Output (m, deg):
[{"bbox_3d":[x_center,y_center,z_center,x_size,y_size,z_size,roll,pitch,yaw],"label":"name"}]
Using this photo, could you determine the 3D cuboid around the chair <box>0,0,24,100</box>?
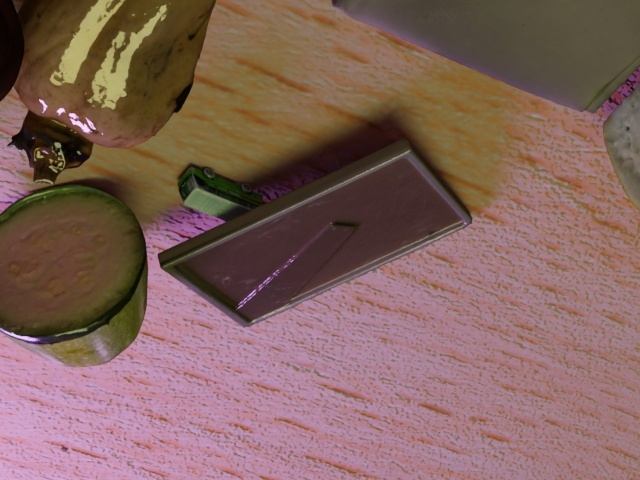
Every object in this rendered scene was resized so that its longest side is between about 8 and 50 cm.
[{"bbox_3d":[-0.376,-0.089,1.531,0.226,0.227,0.401,8,132,-20],"label":"chair"}]

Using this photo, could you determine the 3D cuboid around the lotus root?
[{"bbox_3d":[-0.168,-0.169,1.556,0.154,0.140,0.257,29,114,-19],"label":"lotus root"}]

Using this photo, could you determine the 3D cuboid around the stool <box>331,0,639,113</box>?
[{"bbox_3d":[0.136,-0.270,1.420,0.243,0.270,0.170,19,130,-28],"label":"stool"}]

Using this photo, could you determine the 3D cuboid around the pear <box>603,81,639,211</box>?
[{"bbox_3d":[0.445,-0.084,1.640,0.238,0.318,0.342,11,137,-29],"label":"pear"}]

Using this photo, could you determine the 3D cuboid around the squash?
[{"bbox_3d":[-0.235,0.041,1.753,0.170,0.170,0.123,-12,152,1],"label":"squash"}]

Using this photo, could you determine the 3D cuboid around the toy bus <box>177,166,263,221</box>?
[{"bbox_3d":[-0.094,-0.039,1.779,0.083,0.037,0.031,21,128,-30],"label":"toy bus"}]

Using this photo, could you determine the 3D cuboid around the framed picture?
[{"bbox_3d":[0.000,-0.001,1.819,0.265,0.018,0.192,-25,151,12],"label":"framed picture"}]
